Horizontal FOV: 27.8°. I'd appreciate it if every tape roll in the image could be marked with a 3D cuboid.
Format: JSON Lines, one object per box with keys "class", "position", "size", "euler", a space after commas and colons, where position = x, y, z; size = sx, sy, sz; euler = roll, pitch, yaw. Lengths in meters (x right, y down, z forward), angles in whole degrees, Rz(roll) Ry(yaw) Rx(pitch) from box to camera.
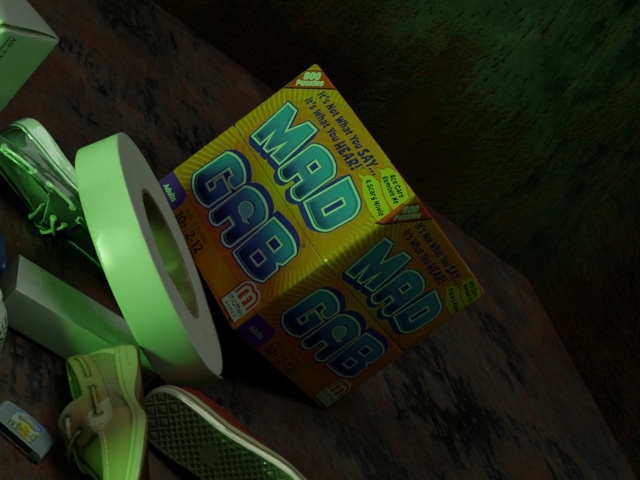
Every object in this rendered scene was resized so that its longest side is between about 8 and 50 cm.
{"class": "tape roll", "position": [-0.248, 0.033, 1.901], "size": [0.392, 0.072, 0.392], "euler": [-21, 90, -88]}

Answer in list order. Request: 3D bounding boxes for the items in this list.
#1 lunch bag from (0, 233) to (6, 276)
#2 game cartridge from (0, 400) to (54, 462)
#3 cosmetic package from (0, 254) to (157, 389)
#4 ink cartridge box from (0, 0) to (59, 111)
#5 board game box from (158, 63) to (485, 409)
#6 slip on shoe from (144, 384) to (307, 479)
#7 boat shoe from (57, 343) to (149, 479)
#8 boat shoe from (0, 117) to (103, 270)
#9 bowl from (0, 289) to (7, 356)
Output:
{"class": "lunch bag", "position": [-0.472, 0.024, 1.753], "size": [0.065, 0.067, 0.098], "euler": [30, 22, -35]}
{"class": "game cartridge", "position": [-0.364, 0.232, 1.580], "size": [0.083, 0.017, 0.056], "euler": [42, 13, -4]}
{"class": "cosmetic package", "position": [-0.341, 0.123, 1.813], "size": [0.239, 0.060, 0.099], "euler": [35, 19, -24]}
{"class": "ink cartridge box", "position": [-0.621, -0.337, 1.936], "size": [0.385, 0.279, 0.160], "euler": [48, 17, 15]}
{"class": "board game box", "position": [0.000, 0.000, 2.227], "size": [0.356, 0.356, 0.356], "euler": [57, 5, 38]}
{"class": "slip on shoe", "position": [-0.107, 0.316, 1.790], "size": [0.331, 0.123, 0.101], "euler": [39, 13, 6]}
{"class": "boat shoe", "position": [-0.271, 0.249, 1.616], "size": [0.110, 0.122, 0.341], "euler": [-3, 25, -10]}
{"class": "boat shoe", "position": [-0.411, -0.052, 2.032], "size": [0.301, 0.108, 0.102], "euler": [54, 49, -6]}
{"class": "bowl", "position": [-0.455, 0.081, 1.632], "size": [0.170, 0.080, 0.170], "euler": [37, 17, -14]}
